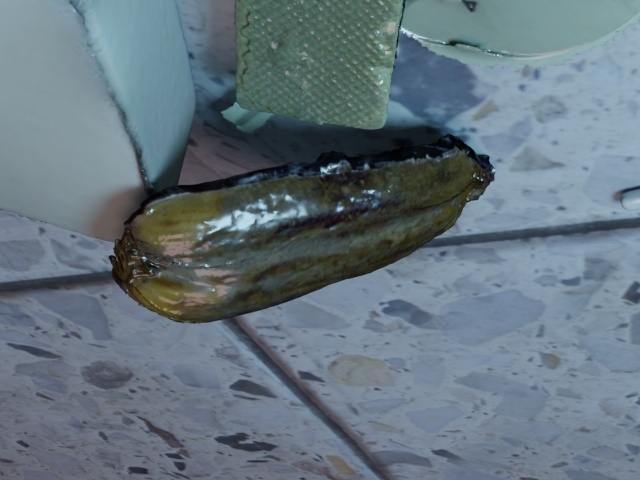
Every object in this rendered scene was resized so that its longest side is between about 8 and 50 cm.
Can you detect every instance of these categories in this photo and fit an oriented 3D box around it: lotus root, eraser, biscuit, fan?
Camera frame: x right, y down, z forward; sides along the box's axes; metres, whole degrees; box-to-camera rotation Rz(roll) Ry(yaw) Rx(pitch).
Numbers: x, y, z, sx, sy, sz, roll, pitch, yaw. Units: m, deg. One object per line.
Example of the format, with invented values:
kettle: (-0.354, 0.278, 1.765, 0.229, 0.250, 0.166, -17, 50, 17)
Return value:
lotus root: (0.001, 0.000, 0.830, 0.329, 0.078, 0.167, -14, 159, -21)
eraser: (-0.217, -0.153, 0.712, 0.331, 0.150, 0.331, 8, 151, 4)
biscuit: (-0.001, -0.159, 0.721, 0.121, 0.040, 0.199, 11, 145, 4)
fan: (0.065, -0.173, 0.729, 0.415, 0.012, 0.233, -25, 131, 39)

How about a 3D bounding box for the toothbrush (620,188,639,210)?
toothbrush: (0.378, -0.059, 0.825, 0.276, 0.025, 0.019, -11, 137, 32)
